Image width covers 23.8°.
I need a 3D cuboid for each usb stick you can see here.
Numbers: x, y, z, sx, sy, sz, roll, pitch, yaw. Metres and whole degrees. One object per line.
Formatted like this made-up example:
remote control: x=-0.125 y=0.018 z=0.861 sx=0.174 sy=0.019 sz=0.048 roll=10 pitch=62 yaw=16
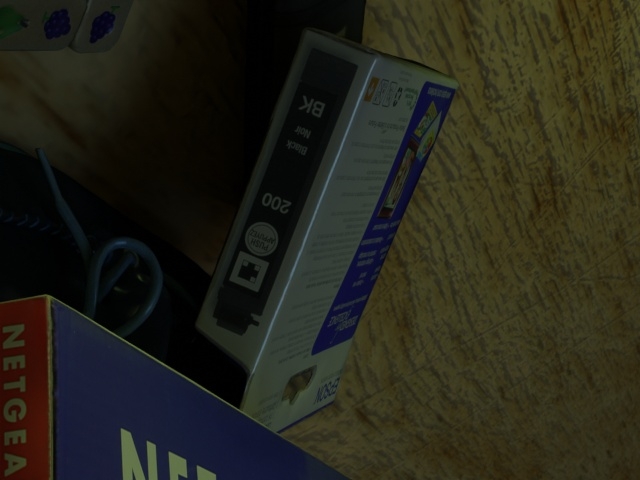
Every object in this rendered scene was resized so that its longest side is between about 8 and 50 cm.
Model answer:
usb stick: x=-0.009 y=-0.094 z=0.805 sx=0.077 sy=0.045 sz=0.278 roll=-44 pitch=156 yaw=-32

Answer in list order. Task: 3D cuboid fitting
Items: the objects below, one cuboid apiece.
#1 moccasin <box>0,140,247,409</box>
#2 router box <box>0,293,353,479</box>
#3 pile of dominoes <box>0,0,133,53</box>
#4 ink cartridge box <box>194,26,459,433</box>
moccasin: x=-0.114 y=0.035 z=0.720 sx=0.137 sy=0.117 sz=0.342 roll=-56 pitch=155 yaw=11
router box: x=-0.166 y=0.126 z=0.588 sx=0.301 sy=0.082 sz=0.335 roll=-10 pitch=159 yaw=15
pile of dominoes: x=-0.092 y=-0.171 z=0.570 sx=0.196 sy=0.040 sz=0.251 roll=-12 pitch=134 yaw=-54
ink cartridge box: x=0.000 y=0.000 z=0.790 sx=0.206 sy=0.045 sz=0.208 roll=-8 pitch=119 yaw=-75
